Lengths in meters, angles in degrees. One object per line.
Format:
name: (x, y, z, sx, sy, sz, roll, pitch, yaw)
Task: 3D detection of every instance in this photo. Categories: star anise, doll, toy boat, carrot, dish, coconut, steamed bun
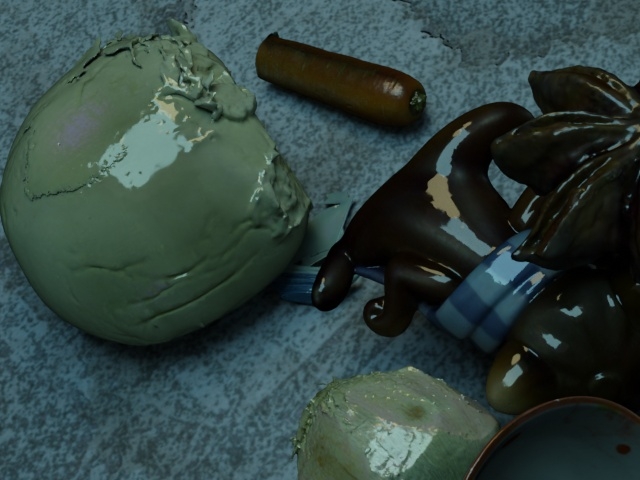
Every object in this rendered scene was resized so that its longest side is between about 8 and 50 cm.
star anise: (0.297, -0.067, 1.458, 0.315, 0.108, 0.315, 0, 44, 0)
doll: (0.188, 0.041, 1.580, 0.318, 0.209, 0.340, -39, 55, -12)
toy boat: (-0.010, 0.006, 1.783, 0.105, 0.034, 0.149, -14, 52, 10)
carrot: (0.027, -0.179, 1.885, 0.225, 0.067, 0.067, 23, 66, 33)
dish: (0.193, 0.260, 1.435, 0.260, 0.260, 0.085, -52, 24, -19)
coconut: (0.081, 0.210, 1.515, 0.194, 0.194, 0.194, -10, 53, 13)
steamed bun: (-0.195, -0.064, 1.763, 0.312, 0.233, 0.334, -37, 44, -6)
